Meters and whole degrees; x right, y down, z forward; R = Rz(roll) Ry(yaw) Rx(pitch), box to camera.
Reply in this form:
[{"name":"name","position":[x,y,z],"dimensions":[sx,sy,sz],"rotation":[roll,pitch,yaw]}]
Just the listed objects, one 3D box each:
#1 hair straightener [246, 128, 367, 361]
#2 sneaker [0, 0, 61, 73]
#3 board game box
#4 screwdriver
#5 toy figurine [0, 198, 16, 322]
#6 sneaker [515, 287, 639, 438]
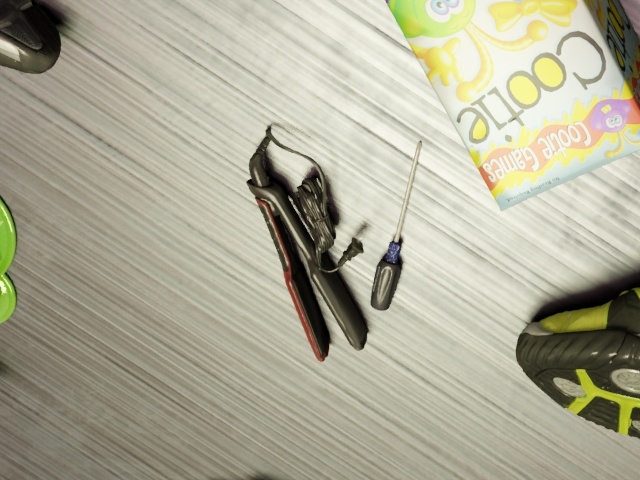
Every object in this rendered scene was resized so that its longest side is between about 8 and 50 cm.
[{"name":"hair straightener","position":[0.000,0.000,1.394],"dimensions":[0.089,0.047,0.230],"rotation":[-15,104,20]},{"name":"sneaker","position":[-0.349,-0.186,1.383],"dimensions":[0.229,0.086,0.132],"rotation":[32,123,10]},{"name":"board game box","position":[0.152,-0.190,1.208],"dimensions":[0.144,0.142,0.275],"rotation":[-25,105,23]},{"name":"screwdriver","position":[0.072,-0.011,1.376],"dimensions":[0.024,0.025,0.170],"rotation":[16,117,7]},{"name":"toy figurine","position":[-0.377,0.040,1.440],"dimensions":[0.130,0.159,0.173],"rotation":[-11,111,19]},{"name":"sneaker","position":[0.351,0.077,1.291],"dimensions":[0.385,0.147,0.145],"rotation":[-7,139,35]}]
